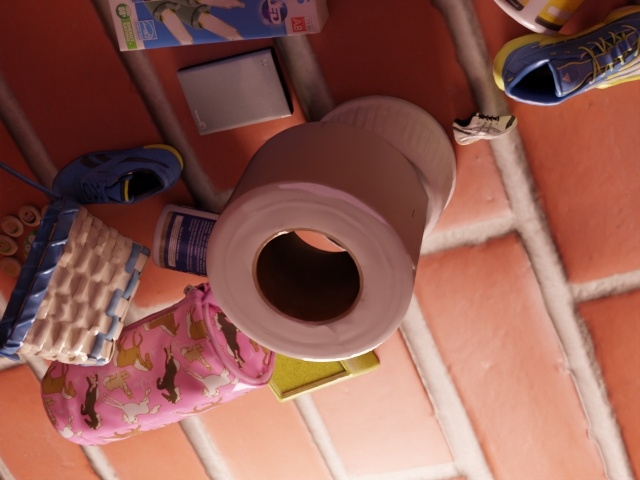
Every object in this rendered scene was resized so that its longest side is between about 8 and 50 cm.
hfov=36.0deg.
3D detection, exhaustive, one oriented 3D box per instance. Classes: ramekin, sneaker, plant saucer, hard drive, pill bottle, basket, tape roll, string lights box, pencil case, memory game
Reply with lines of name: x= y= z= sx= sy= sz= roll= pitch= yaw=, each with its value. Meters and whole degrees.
ramekin: x=0.071 y=-0.076 z=1.291 sx=0.207 sy=0.109 sz=0.207 roll=5 pitch=120 yaw=9
sneaker: x=0.209 y=-0.149 z=1.263 sx=0.083 sy=0.032 sz=0.037 roll=-15 pitch=116 yaw=19
sneaker: x=0.321 y=-0.204 z=1.152 sx=0.240 sy=0.126 sz=0.091 roll=-13 pitch=117 yaw=19
plant saucer: x=-0.035 y=0.162 z=1.490 sx=0.188 sy=0.045 sz=0.188 roll=-23 pitch=113 yaw=23
hard drive: x=-0.113 y=-0.198 z=1.309 sx=0.135 sy=0.022 sz=0.094 roll=-10 pitch=118 yaw=18
pill bottle: x=-0.144 y=0.008 z=1.394 sx=0.169 sy=0.094 sz=0.094 roll=11 pitch=122 yaw=6
sneaker: x=-0.295 y=-0.082 z=1.382 sx=0.209 sy=0.082 sz=0.069 roll=-10 pitch=119 yaw=19
basket: x=-0.405 y=0.048 z=1.357 sx=0.289 sy=0.254 sz=0.201 roll=29 pitch=163 yaw=-24
tape roll: x=0.000 y=0.000 z=1.188 sx=0.246 sy=0.169 sz=0.246 roll=6 pitch=121 yaw=10
string lights box: x=-0.128 y=-0.317 z=1.210 sx=0.260 sy=0.077 sz=0.133 roll=-3 pitch=118 yaw=13
pencil case: x=-0.247 y=0.189 z=1.462 sx=0.386 sy=0.167 sz=0.160 roll=-26 pitch=150 yaw=32
pill bottle: x=0.278 y=-0.330 z=1.101 sx=0.103 sy=0.103 sz=0.184 roll=33 pitch=121 yaw=-8
memory game: x=-0.412 y=0.025 z=1.509 sx=0.186 sy=0.012 sz=0.186 roll=5 pitch=121 yaw=9
